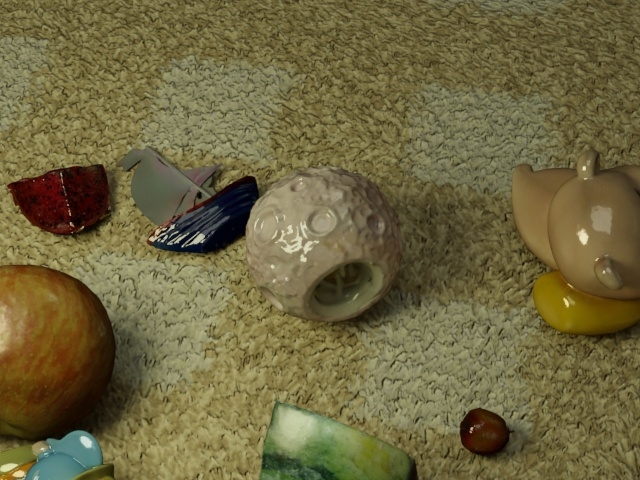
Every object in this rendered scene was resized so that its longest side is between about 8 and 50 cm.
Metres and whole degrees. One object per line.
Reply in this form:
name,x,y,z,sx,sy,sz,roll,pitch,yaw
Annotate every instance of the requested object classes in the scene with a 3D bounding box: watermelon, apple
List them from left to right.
apple,-0.472,0.178,1.875,0.309,0.277,0.250,-13,67,13
watermelon,0.020,0.371,1.785,0.212,0.201,0.262,15,97,14

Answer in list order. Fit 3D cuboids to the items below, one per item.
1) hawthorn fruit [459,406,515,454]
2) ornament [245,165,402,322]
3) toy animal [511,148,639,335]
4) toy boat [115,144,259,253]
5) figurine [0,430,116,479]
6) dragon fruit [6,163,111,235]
hawthorn fruit,0.247,0.291,1.858,0.077,0.077,0.077,-2,52,3
ornament,0.000,0.000,1.985,0.259,0.259,0.225,-18,52,-10
toy animal,0.470,-0.034,1.984,0.277,0.247,0.345,-6,51,-3
toy boat,-0.264,-0.074,2.189,0.318,0.072,0.219,18,52,21
figurine,-0.407,0.383,1.801,0.261,0.154,0.180,-7,59,20
dragon fruit,-0.465,-0.070,2.198,0.161,0.120,0.127,-7,90,30
